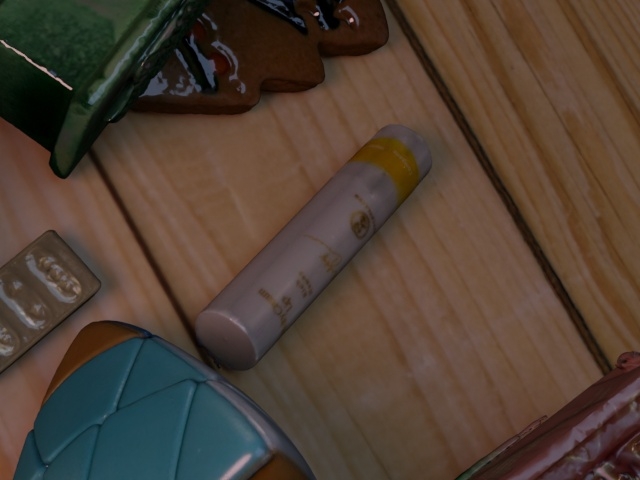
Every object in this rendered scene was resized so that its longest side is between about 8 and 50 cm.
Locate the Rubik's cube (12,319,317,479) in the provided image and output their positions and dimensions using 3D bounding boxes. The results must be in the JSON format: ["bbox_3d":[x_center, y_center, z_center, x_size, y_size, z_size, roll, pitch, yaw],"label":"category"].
[{"bbox_3d":[-0.098,0.132,0.843,0.254,0.254,0.254,14,61,-27],"label":"Rubik's cube"}]

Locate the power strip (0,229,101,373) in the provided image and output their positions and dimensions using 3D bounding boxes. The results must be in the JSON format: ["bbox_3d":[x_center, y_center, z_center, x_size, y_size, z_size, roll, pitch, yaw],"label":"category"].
[{"bbox_3d":[-0.210,0.048,0.925,0.056,0.032,0.123,48,52,-3],"label":"power strip"}]

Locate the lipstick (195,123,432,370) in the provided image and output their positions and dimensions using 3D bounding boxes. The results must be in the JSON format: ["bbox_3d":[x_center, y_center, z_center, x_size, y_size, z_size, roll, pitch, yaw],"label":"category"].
[{"bbox_3d":[0.000,0.000,1.066,0.059,0.059,0.264,47,52,-5],"label":"lipstick"}]

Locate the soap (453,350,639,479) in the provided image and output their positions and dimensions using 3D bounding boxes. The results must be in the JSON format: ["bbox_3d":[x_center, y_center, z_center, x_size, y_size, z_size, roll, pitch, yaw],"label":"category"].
[{"bbox_3d":[0.197,0.221,1.004,0.273,0.098,0.218,-34,86,-16],"label":"soap"}]

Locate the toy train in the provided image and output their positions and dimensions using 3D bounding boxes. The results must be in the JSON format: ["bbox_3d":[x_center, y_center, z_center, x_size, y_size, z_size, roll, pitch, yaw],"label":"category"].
[{"bbox_3d":[-0.184,-0.202,0.969,0.202,0.145,0.266,35,65,-6],"label":"toy train"}]

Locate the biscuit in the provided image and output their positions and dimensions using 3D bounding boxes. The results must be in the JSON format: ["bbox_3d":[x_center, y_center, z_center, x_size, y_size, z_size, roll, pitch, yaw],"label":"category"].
[{"bbox_3d":[-0.077,-0.207,1.124,0.278,0.043,0.301,37,53,-12],"label":"biscuit"}]
